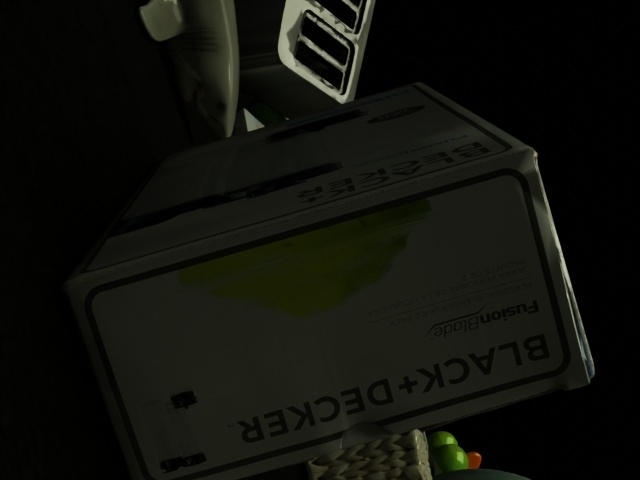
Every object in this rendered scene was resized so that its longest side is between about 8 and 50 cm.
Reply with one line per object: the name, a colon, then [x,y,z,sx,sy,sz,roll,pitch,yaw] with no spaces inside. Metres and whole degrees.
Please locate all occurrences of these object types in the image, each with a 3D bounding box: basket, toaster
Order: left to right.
toaster: [-0.029,-0.241,1.205,0.186,0.110,0.168,28,68,-46]
basket: [0.046,0.204,1.001,0.167,0.113,0.103,71,6,-55]

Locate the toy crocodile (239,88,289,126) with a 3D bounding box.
toy crocodile: [-0.071,-0.226,1.323,0.115,0.105,0.340,-44,123,-41]

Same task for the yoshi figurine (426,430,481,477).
yoshi figurine: [0.141,0.457,1.632,0.203,0.204,0.362,-30,126,-47]

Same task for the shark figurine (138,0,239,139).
shark figurine: [-0.081,-0.206,0.728,0.278,0.116,0.166,75,-1,-68]

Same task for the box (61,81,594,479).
box: [0.000,0.000,0.497,0.290,0.169,0.087,-94,169,-77]

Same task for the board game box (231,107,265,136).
board game box: [-0.047,-0.058,1.118,0.103,0.026,0.154,39,24,-36]

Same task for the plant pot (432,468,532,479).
plant pot: [0.186,0.440,1.241,0.196,0.293,0.293,-48,126,-55]
